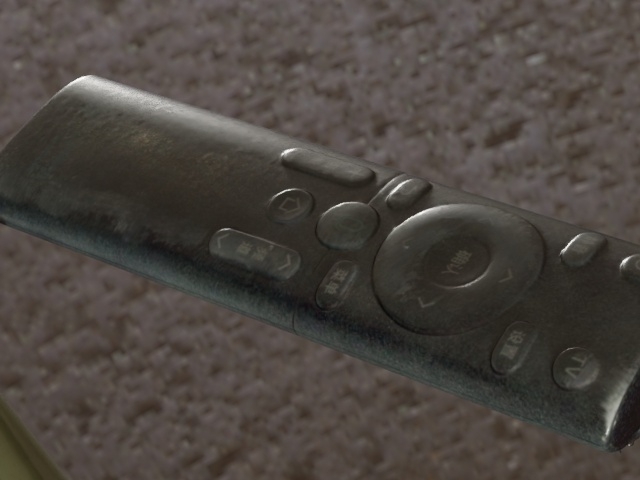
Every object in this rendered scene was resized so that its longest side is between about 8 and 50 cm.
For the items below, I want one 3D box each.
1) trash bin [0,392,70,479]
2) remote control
[{"bbox_3d":[-0.271,0.089,0.909,0.243,0.121,0.247,-31,72,-39],"label":"trash bin"},{"bbox_3d":[0.000,0.000,0.959,0.377,0.044,0.107,19,60,33],"label":"remote control"}]
